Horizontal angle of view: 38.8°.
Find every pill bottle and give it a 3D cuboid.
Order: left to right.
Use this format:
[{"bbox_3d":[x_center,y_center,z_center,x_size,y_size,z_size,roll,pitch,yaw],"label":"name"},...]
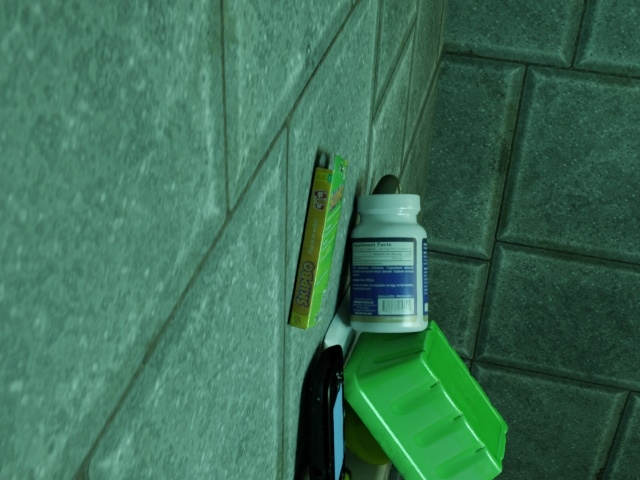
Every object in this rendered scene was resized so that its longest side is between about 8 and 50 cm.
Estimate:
[{"bbox_3d":[0.133,0.044,1.778,0.153,0.153,0.264,12,78,-80],"label":"pill bottle"}]

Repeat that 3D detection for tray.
[{"bbox_3d":[0.042,0.199,1.820,0.270,0.030,0.145,-58,157,-64],"label":"tray"}]

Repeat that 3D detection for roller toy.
[{"bbox_3d":[0.081,0.559,2.048,0.209,0.146,0.191,-65,163,-57],"label":"roller toy"}]

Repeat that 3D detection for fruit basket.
[{"bbox_3d":[0.152,0.376,1.874,0.283,0.392,0.392,-55,153,-63],"label":"fruit basket"}]

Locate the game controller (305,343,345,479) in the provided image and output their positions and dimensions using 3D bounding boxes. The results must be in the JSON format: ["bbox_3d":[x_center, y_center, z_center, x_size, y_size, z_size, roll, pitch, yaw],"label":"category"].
[{"bbox_3d":[0.020,0.351,1.651,0.166,0.067,0.319,-50,143,-60],"label":"game controller"}]

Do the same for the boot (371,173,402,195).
[{"bbox_3d":[0.128,-0.033,1.925,0.106,0.082,0.219,-14,116,-82],"label":"boot"}]

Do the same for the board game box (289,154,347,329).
[{"bbox_3d":[0.000,0.000,1.379,0.124,0.039,0.259,-1,103,-80],"label":"board game box"}]

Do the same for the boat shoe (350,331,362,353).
[{"bbox_3d":[0.102,0.180,2.064,0.063,0.066,0.184,54,37,-75],"label":"boat shoe"}]

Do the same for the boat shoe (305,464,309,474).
[{"bbox_3d":[-0.003,0.435,1.778,0.100,0.035,0.035,-30,118,-67],"label":"boat shoe"}]
